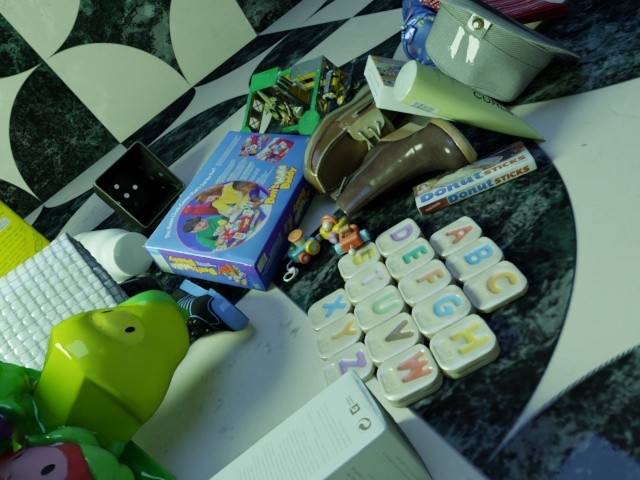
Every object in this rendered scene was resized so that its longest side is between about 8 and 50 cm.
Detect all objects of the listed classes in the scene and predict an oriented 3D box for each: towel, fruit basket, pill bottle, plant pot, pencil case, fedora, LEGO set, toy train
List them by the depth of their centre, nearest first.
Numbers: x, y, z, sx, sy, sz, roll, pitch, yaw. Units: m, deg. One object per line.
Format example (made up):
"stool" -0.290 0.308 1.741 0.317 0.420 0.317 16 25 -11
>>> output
"fruit basket" -0.326 0.210 0.562 0.392 0.283 0.391 -7 67 18
"toy train" 0.000 0.000 0.760 0.166 0.046 0.125 -26 25 19
"towel" -0.443 0.163 0.800 0.235 0.283 0.121 -40 -10 -18
"fedora" 0.295 -0.334 0.801 0.244 0.275 0.124 -44 -15 -55
"towel" 0.373 -0.525 1.004 0.199 0.031 0.275 -17 43 -17
"LEGO set" -0.036 -0.297 1.120 0.331 0.192 0.254 -10 70 39
"pill bottle" -0.519 0.037 1.124 0.229 0.131 0.131 -4 45 39
"pencil case" 0.266 -0.553 1.158 0.306 0.133 0.119 -77 15 -47
"plant pot" -0.562 -0.154 1.372 0.167 0.187 0.188 -10 40 52

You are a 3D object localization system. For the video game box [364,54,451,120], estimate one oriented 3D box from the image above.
"video game box" 0.195 -0.285 0.854 0.205 0.048 0.187 7 34 -9

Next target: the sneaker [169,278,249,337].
"sneaker" -0.206 0.132 0.778 0.232 0.081 0.090 5 53 54

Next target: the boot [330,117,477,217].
"boot" 0.126 -0.106 0.758 0.207 0.090 0.248 -43 21 3

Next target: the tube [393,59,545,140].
"tube" 0.229 -0.206 0.697 0.062 0.240 0.070 145 136 -62

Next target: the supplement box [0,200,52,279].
"supplement box" -0.849 0.057 1.190 0.194 0.356 0.195 -12 40 32

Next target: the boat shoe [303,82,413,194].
"boat shoe" 0.090 -0.221 0.910 0.120 0.122 0.324 12 55 42

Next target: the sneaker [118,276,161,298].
"sneaker" -0.463 0.157 0.955 0.283 0.107 0.124 -37 27 -2

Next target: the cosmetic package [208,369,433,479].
"cosmetic package" -0.021 0.244 0.429 0.231 0.117 0.085 -36 32 -2

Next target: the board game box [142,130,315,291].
"board game box" -0.149 -0.078 0.905 0.234 0.078 0.347 9 52 21

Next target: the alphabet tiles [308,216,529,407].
"alphabet tiles" 0.110 0.076 0.607 0.278 0.021 0.284 -30 33 8

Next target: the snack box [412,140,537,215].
"snack box" 0.234 -0.096 0.708 0.178 0.022 0.064 -23 33 19
